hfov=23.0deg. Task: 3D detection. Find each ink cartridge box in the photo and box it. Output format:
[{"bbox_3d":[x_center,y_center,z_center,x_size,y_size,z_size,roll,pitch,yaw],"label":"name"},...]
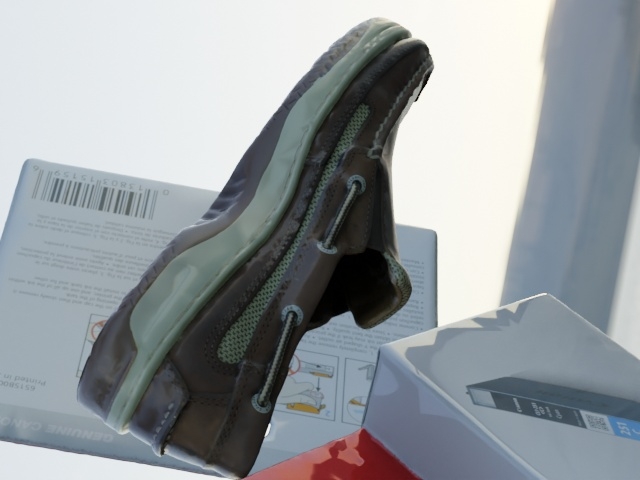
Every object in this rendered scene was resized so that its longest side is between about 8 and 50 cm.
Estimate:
[{"bbox_3d":[-0.067,0.065,0.952,0.239,0.275,0.060,-85,7,-47],"label":"ink cartridge box"},{"bbox_3d":[0.120,0.154,0.776,0.261,0.296,0.066,-16,-50,-38],"label":"ink cartridge box"}]

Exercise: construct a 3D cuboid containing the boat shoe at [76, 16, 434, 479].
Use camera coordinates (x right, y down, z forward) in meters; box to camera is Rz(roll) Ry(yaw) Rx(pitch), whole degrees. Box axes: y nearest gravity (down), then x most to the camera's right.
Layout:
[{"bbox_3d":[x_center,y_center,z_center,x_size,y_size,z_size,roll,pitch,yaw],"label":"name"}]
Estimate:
[{"bbox_3d":[-0.002,0.004,0.712,0.257,0.095,0.095,-54,-7,-33],"label":"boat shoe"}]
